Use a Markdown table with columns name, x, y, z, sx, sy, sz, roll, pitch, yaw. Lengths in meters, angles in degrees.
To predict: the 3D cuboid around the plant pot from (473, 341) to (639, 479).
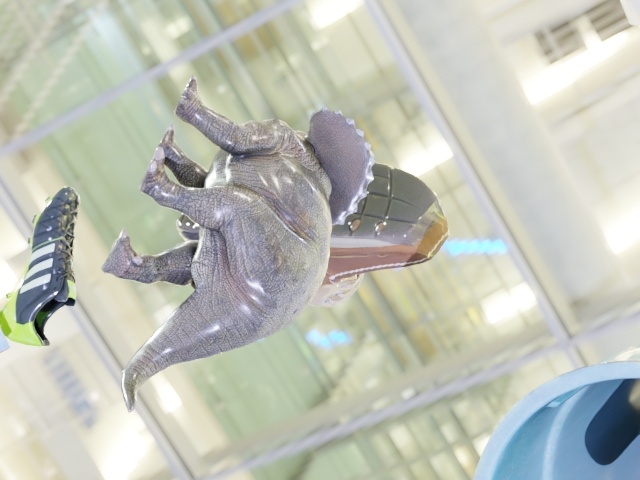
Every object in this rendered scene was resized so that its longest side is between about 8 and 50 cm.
| name | x | y | z | sx | sy | sz | roll | pitch | yaw |
| --- | --- | --- | --- | --- | --- | --- | --- | --- | --- |
| plant pot | 0.346 | 0.184 | 1.393 | 0.341 | 0.341 | 0.334 | -19 | -171 | 40 |

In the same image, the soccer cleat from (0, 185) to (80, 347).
| name | x | y | z | sx | sy | sz | roll | pitch | yaw |
| --- | --- | --- | --- | --- | --- | --- | --- | --- | --- |
| soccer cleat | -0.288 | 0.030 | 1.922 | 0.179 | 0.072 | 0.060 | -69 | 158 | -5 |

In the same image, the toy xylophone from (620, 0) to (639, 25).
| name | x | y | z | sx | sy | sz | roll | pitch | yaw |
| --- | --- | --- | --- | --- | --- | --- | --- | --- | --- |
| toy xylophone | 0.290 | -0.199 | 1.296 | 0.081 | 0.236 | 0.323 | -26 | -161 | -10 |

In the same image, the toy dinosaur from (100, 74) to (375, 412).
| name | x | y | z | sx | sy | sz | roll | pitch | yaw |
| --- | --- | --- | --- | --- | --- | --- | --- | --- | --- |
| toy dinosaur | -0.050 | -0.011 | 1.226 | 0.313 | 0.160 | 0.121 | -72 | -171 | -46 |

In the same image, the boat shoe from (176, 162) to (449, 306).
| name | x | y | z | sx | sy | sz | roll | pitch | yaw |
| --- | --- | --- | --- | --- | --- | --- | --- | --- | --- |
| boat shoe | 0.000 | 0.000 | 1.789 | 0.324 | 0.120 | 0.122 | 3 | -140 | 45 |

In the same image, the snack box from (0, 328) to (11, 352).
| name | x | y | z | sx | sy | sz | roll | pitch | yaw |
| --- | --- | --- | --- | --- | --- | --- | --- | --- | --- |
| snack box | -0.420 | 0.055 | 1.922 | 0.070 | 0.174 | 0.207 | -30 | -172 | -21 |
